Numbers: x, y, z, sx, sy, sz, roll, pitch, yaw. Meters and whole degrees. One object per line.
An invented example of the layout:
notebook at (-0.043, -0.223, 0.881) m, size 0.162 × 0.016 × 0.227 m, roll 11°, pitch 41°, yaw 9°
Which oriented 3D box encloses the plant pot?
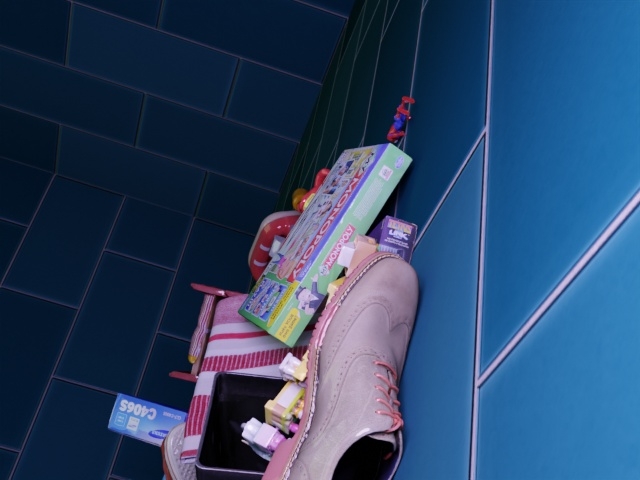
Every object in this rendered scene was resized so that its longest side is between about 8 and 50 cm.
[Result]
plant pot at (-0.056, 0.293, 1.138) m, size 0.188 × 0.188 × 0.167 m, roll -86°, pitch 3°, yaw -62°

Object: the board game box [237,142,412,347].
board game box at (0.000, 0.000, 1.352) m, size 0.317 × 0.046 × 0.213 m, roll -57°, pitch 15°, yaw -7°

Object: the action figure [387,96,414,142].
action figure at (0.127, -0.186, 1.440) m, size 0.115 × 0.030 × 0.038 m, roll 112°, pitch 179°, yaw -68°

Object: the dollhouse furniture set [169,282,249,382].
dollhouse furniture set at (-0.192, 0.225, 1.989) m, size 0.374 × 0.152 × 0.201 m, roll 59°, pitch -137°, yaw -78°

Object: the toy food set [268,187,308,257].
toy food set at (-0.045, 0.016, 1.941) m, size 0.104 × 0.111 × 0.232 m, roll -96°, pitch 27°, yaw -74°

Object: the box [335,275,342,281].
box at (-0.080, 0.263, 1.685) m, size 0.318 × 0.097 × 0.394 m, roll 133°, pitch 153°, yaw -69°

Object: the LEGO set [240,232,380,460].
LEGO set at (0.027, 0.141, 1.055) m, size 0.287 × 0.107 × 0.132 m, roll -59°, pitch -21°, yaw -15°

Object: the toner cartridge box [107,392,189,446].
toner cartridge box at (-0.257, 0.386, 1.823) m, size 0.348 × 0.165 × 0.075 m, roll 37°, pitch -115°, yaw -61°

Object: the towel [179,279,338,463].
towel at (-0.080, 0.192, 1.388) m, size 0.329 × 0.237 × 0.037 m, roll -81°, pitch -24°, yaw -50°

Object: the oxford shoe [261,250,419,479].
oxford shoe at (0.053, 0.173, 0.950) m, size 0.130 × 0.123 × 0.348 m, roll -4°, pitch 62°, yaw 51°

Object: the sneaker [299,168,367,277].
sneaker at (0.019, -0.035, 1.541) m, size 0.279 × 0.118 × 0.107 m, roll -85°, pitch 13°, yaw -60°

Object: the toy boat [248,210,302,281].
toy boat at (-0.075, 0.044, 2.134) m, size 0.151 × 0.151 × 0.231 m, roll 67°, pitch 149°, yaw 32°

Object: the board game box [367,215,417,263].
board game box at (0.070, 0.061, 1.205) m, size 0.170 × 0.048 × 0.141 m, roll 126°, pitch 159°, yaw -69°

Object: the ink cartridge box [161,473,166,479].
ink cartridge box at (-0.254, 0.625, 1.738) m, size 0.197 × 0.198 × 0.270 m, roll 118°, pitch 168°, yaw -54°

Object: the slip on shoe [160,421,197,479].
slip on shoe at (-0.202, 0.480, 1.578) m, size 0.101 × 0.123 × 0.331 m, roll -29°, pitch 78°, yaw 60°
